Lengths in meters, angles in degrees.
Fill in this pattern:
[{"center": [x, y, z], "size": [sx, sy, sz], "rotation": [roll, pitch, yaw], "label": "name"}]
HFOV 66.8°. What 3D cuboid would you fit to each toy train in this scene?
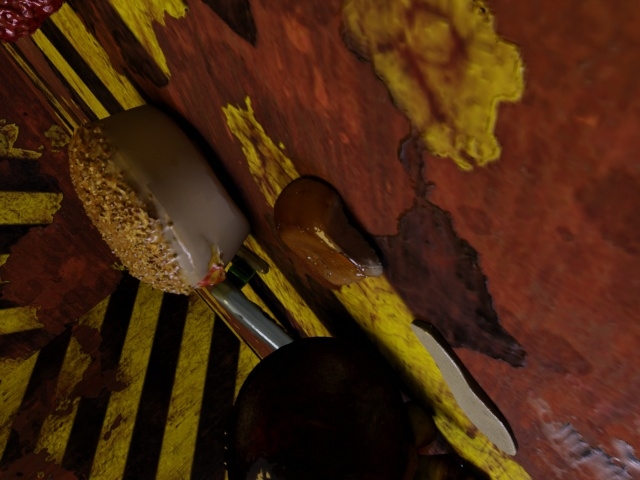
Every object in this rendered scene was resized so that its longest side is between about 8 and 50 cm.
[{"center": [-0.154, 0.062, 0.946], "size": [0.044, 0.042, 0.209], "rotation": [38, 165, -5], "label": "toy train"}]

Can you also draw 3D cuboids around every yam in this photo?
[{"center": [-0.129, 0.030, 0.870], "size": [0.116, 0.021, 0.021], "rotation": [31, 155, 41], "label": "yam"}]

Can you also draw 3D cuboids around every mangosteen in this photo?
[{"center": [0.011, 0.282, 0.682], "size": [0.297, 0.293, 0.297], "rotation": [170, 90, -78], "label": "mangosteen"}]

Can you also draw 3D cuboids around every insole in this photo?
[{"center": [0.150, 0.156, 0.502], "size": [0.192, 0.010, 0.063], "rotation": [53, 162, -15], "label": "insole"}]

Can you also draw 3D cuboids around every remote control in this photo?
[{"center": [-0.126, 0.198, 1.102], "size": [0.296, 0.056, 0.140], "rotation": [46, 164, -17], "label": "remote control"}]

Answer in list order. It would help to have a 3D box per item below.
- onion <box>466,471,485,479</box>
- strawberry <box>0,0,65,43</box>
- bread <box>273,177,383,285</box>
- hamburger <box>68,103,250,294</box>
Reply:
[{"center": [0.211, 0.385, 0.700], "size": [0.107, 0.097, 0.107], "rotation": [23, 137, 23], "label": "onion"}, {"center": [-0.343, -0.320, 0.533], "size": [0.286, 0.106, 0.188], "rotation": [-141, 39, -68], "label": "strawberry"}, {"center": [0.000, 0.000, 0.480], "size": [0.126, 0.044, 0.129], "rotation": [49, 159, -7], "label": "bread"}, {"center": [-0.239, -0.049, 0.707], "size": [0.276, 0.179, 0.294], "rotation": [23, 149, 55], "label": "hamburger"}]
